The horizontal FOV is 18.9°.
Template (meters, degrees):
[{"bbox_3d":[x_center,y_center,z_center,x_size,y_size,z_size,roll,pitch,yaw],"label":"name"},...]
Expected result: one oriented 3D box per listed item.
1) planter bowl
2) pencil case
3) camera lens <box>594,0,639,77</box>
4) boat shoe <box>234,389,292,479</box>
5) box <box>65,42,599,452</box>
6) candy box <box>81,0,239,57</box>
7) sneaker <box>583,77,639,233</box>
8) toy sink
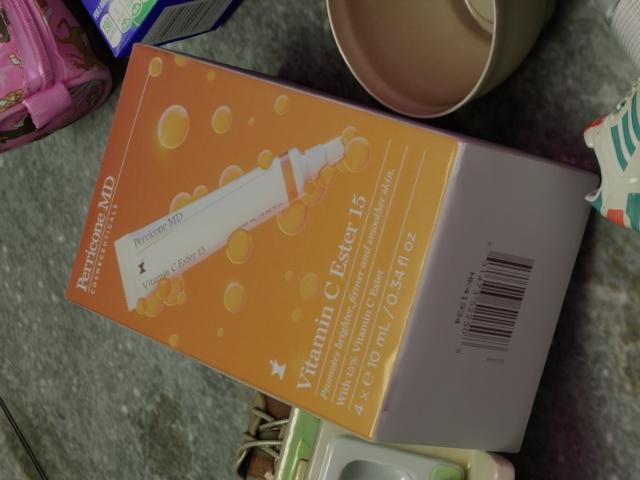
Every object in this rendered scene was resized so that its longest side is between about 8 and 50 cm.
[{"bbox_3d":[0.096,-0.176,1.347,0.162,0.109,0.162,22,121,41],"label":"planter bowl"},{"bbox_3d":[-0.326,-0.265,1.752,0.160,0.167,0.386,-27,84,17],"label":"pencil case"},{"bbox_3d":[0.298,-0.102,1.064,0.219,0.219,0.274,-42,73,48],"label":"camera lens"},{"bbox_3d":[-0.007,0.176,1.597,0.123,0.116,0.324,-1,102,48],"label":"boat shoe"},{"bbox_3d":[0.000,0.000,1.433,0.345,0.168,0.215,20,96,43],"label":"box"},{"bbox_3d":[-0.146,-0.355,1.536,0.317,0.122,0.268,59,139,14],"label":"candy box"},{"bbox_3d":[0.212,-0.080,1.297,0.075,0.057,0.161,24,126,34],"label":"sneaker"},{"bbox_3d":[0.037,0.203,1.441,0.234,0.131,0.153,-147,71,-78],"label":"toy sink"}]
